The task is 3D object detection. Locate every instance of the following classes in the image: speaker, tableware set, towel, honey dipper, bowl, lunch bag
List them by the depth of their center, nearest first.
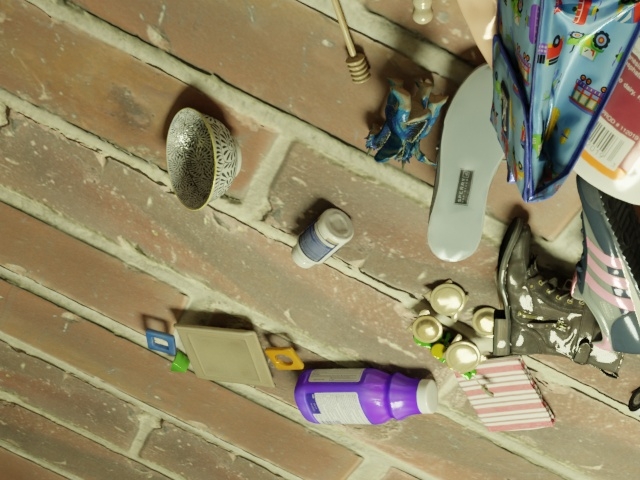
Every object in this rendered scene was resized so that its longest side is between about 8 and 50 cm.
[{"bbox_3d":[0.275,-0.202,1.269,0.138,0.221,0.293,3,121,-7],"label":"lunch bag"},{"bbox_3d":[0.036,-0.306,1.527,0.030,0.030,0.160,-4,127,27],"label":"honey dipper"},{"bbox_3d":[-0.183,-0.138,1.731,0.170,0.080,0.170,16,110,53],"label":"bowl"},{"bbox_3d":[0.244,0.155,1.871,0.169,0.020,0.141,35,114,-5],"label":"tableware set"},{"bbox_3d":[0.624,0.319,1.875,0.136,0.055,0.055,33,137,-11],"label":"speaker"},{"bbox_3d":[0.351,0.293,1.992,0.144,0.029,0.197,-12,124,32],"label":"towel"}]

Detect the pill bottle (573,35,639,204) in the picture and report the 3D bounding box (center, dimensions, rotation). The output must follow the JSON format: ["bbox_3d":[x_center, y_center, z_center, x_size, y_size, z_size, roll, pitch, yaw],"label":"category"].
[{"bbox_3d":[0.457,-0.245,1.257,0.224,0.224,0.392,24,137,-1],"label":"pill bottle"}]

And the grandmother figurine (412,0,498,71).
[{"bbox_3d":[0.207,-0.352,1.356,0.208,0.104,0.342,-31,117,3],"label":"grandmother figurine"}]

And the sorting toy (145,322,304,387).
[{"bbox_3d":[-0.191,0.229,2.151,0.348,0.047,0.196,4,138,21],"label":"sorting toy"}]

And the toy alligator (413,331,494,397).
[{"bbox_3d":[0.259,0.217,1.932,0.190,0.056,0.051,36,94,-3],"label":"toy alligator"}]

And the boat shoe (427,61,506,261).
[{"bbox_3d":[0.226,-0.124,1.560,0.113,0.105,0.306,6,111,0],"label":"boat shoe"}]

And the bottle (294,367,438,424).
[{"bbox_3d":[0.092,0.310,2.071,0.283,0.092,0.118,-5,131,28],"label":"bottle"}]

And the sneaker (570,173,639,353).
[{"bbox_3d":[0.425,0.033,1.585,0.131,0.112,0.319,-13,102,38],"label":"sneaker"}]

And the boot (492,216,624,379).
[{"bbox_3d":[0.401,0.093,1.697,0.229,0.091,0.263,4,110,8],"label":"boot"}]

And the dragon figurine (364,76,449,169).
[{"bbox_3d":[0.127,-0.152,1.514,0.085,0.289,0.144,5,109,-9],"label":"dragon figurine"}]

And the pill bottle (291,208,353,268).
[{"bbox_3d":[0.000,0.000,1.819,0.067,0.067,0.120,35,136,-13],"label":"pill bottle"}]

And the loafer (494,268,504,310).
[{"bbox_3d":[0.326,0.097,1.802,0.045,0.039,0.125,-22,132,-2],"label":"loafer"}]

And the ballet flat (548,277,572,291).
[{"bbox_3d":[0.405,0.082,1.752,0.114,0.041,0.041,7,135,17],"label":"ballet flat"}]
